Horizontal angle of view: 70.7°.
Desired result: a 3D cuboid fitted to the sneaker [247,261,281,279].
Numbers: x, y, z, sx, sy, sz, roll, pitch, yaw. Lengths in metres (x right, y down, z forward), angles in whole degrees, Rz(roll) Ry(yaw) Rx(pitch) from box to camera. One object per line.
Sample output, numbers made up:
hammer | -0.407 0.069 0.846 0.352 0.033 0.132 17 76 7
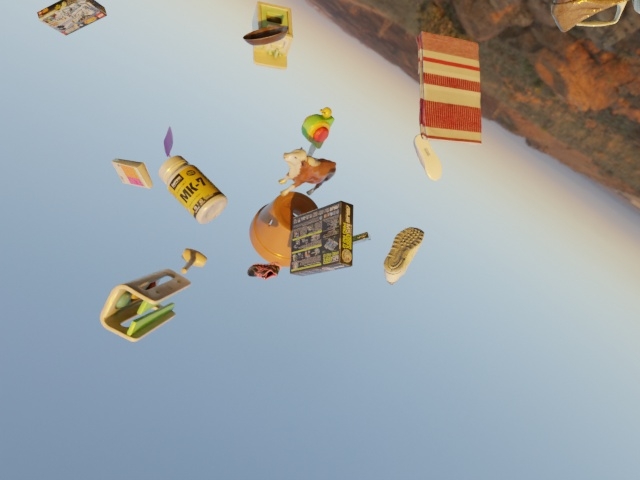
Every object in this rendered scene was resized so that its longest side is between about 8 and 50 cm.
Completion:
sneaker | -0.186 0.104 1.464 0.057 0.119 0.047 -82 -25 -47

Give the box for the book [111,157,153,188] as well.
book | -0.672 -0.238 1.611 0.144 0.096 0.035 13 -134 27

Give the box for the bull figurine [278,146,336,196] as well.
bull figurine | -0.055 -0.250 1.665 0.310 0.188 0.101 -3 -119 -57

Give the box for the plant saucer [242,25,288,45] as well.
plant saucer | -0.193 -0.731 1.613 0.168 0.029 0.168 -8 -143 6

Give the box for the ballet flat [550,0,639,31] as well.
ballet flat | 0.792 -0.641 1.183 0.116 0.342 0.124 -85 -26 -50

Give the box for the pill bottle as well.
pill bottle | -0.404 -0.163 1.424 0.208 0.119 0.119 44 -156 9

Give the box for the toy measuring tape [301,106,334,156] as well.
toy measuring tape | -0.050 -0.421 1.909 0.121 0.330 0.121 22 -144 -17

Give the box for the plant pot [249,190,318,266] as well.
plant pot | -0.126 -0.063 1.841 0.291 0.203 0.290 11 -121 -19

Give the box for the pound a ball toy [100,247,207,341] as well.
pound a ball toy | -0.464 0.124 1.273 0.136 0.208 0.319 28 -173 1

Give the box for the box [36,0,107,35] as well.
box | -0.647 -0.593 1.180 0.094 0.137 0.027 -6 -103 -80

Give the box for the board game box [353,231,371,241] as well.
board game box | 0.144 -0.002 1.873 0.186 0.126 0.026 17 -124 -81

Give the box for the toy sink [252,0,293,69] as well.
toy sink | -0.206 -0.879 1.934 0.153 0.131 0.234 3 -109 -19

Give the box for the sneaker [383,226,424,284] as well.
sneaker | 0.293 0.049 1.595 0.090 0.094 0.235 24 -122 30

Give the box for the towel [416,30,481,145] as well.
towel | 0.405 -0.467 1.406 0.237 0.329 0.037 -1 179 -25

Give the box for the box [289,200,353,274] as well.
box | 0.000 0.000 1.556 0.060 0.270 0.216 14 -110 -38

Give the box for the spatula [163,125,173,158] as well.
spatula | -0.583 -0.312 1.740 0.030 0.296 0.084 -10 -116 -21

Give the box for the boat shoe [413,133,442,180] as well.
boat shoe | 0.401 -0.313 1.714 0.184 0.066 0.063 58 -178 -5
